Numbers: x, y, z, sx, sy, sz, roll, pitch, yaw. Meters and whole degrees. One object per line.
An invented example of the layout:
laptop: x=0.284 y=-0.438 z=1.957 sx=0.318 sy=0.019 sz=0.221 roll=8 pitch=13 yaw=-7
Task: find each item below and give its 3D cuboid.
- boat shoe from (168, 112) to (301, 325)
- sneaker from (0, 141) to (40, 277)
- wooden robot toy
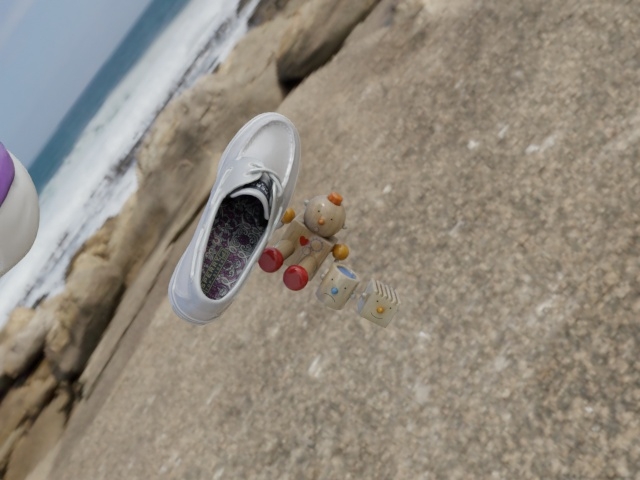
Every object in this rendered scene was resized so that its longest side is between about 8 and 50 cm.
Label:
boat shoe: x=-0.056 y=-0.025 z=0.602 sx=0.063 sy=0.066 sz=0.184 roll=-30 pitch=27 yaw=60
sneaker: x=-0.209 y=-0.003 z=0.256 sx=0.236 sy=0.095 sz=0.104 roll=-33 pitch=-25 yaw=-30
wooden robot toy: x=0.000 y=0.000 z=0.681 sx=0.079 sy=0.173 sz=0.076 roll=-57 pitch=-4 yaw=17
